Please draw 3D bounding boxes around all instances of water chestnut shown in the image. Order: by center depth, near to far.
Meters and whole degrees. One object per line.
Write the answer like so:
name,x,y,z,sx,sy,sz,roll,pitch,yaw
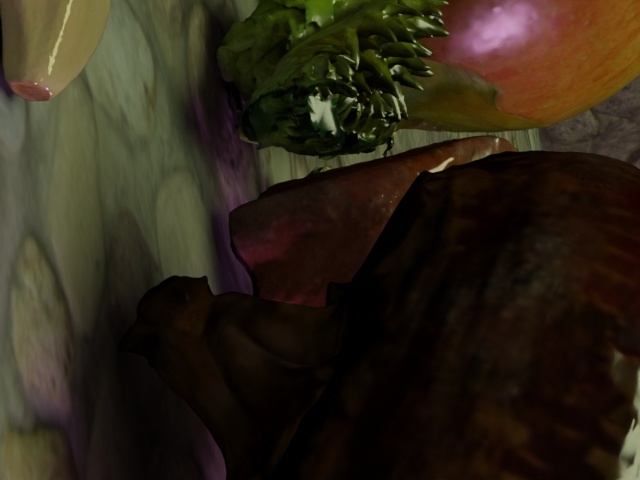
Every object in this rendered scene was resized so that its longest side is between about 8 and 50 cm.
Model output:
water chestnut,0.047,0.110,0.871,0.350,0.302,0.350,-155,-90,-90

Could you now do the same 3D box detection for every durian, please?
durian,0.008,-0.099,1.146,0.375,0.132,0.107,4,91,-84

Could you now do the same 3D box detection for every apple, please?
apple,0.129,-0.243,1.405,0.339,0.339,0.339,-8,90,-79

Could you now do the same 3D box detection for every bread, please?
bread,0.076,0.053,1.114,0.190,0.123,0.244,-30,95,-55

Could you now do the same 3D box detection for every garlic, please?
garlic,-0.108,-0.096,0.772,0.053,0.041,0.083,13,78,-73

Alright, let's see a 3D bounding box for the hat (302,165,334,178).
hat,0.000,0.000,1.216,0.076,0.059,0.077,45,30,-46
